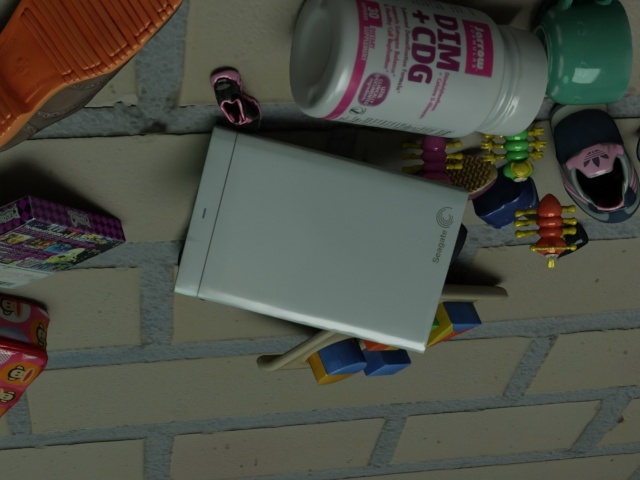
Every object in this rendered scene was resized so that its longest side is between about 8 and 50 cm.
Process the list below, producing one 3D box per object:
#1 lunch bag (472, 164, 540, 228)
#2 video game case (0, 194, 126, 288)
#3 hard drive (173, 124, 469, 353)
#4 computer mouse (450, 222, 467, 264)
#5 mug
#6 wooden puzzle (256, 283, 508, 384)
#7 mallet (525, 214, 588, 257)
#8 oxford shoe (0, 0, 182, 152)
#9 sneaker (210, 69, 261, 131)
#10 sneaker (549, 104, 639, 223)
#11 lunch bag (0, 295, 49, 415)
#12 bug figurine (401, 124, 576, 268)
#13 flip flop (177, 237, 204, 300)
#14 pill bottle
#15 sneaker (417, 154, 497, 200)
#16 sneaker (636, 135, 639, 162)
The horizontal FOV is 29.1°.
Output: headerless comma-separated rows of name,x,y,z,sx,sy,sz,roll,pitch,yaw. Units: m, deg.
lunch bag,0.277,-0.062,1.859,0.098,0.067,0.065,-28,144,29
video game case,-0.422,0.008,1.735,0.210,0.042,0.232,-21,165,19
hard drive,0.000,0.000,1.667,0.353,0.233,0.047,14,-171,-4
computer mouse,0.117,0.029,1.883,0.188,0.072,0.272,15,159,-33
mug,0.318,-0.246,1.533,0.097,0.157,0.129,-5,176,-6
wooden puzzle,0.115,0.166,2.090,0.348,0.080,0.322,-28,162,30
mallet,0.366,-0.030,1.972,0.062,0.039,0.190,-25,142,25
oxford shoe,-0.288,-0.224,1.424,0.364,0.130,0.133,-30,177,19
sneaker,-0.107,-0.167,1.590,0.047,0.057,0.119,-19,149,11
sneaker,0.411,-0.079,1.808,0.112,0.131,0.319,-21,147,17
lunch bag,-0.597,0.187,1.977,0.258,0.120,0.293,17,138,-31
bug figurine,0.221,-0.057,1.723,0.279,0.216,0.072,-7,-179,1
flip flop,-0.132,-0.009,1.809,0.080,0.112,0.277,-22,156,-34
pill bottle,0.120,-0.210,1.485,0.283,0.160,0.160,6,145,-25
sneaker,0.186,-0.070,1.830,0.185,0.069,0.084,-19,156,27
sneaker,0.581,-0.166,1.747,0.153,0.099,0.282,15,144,-38
